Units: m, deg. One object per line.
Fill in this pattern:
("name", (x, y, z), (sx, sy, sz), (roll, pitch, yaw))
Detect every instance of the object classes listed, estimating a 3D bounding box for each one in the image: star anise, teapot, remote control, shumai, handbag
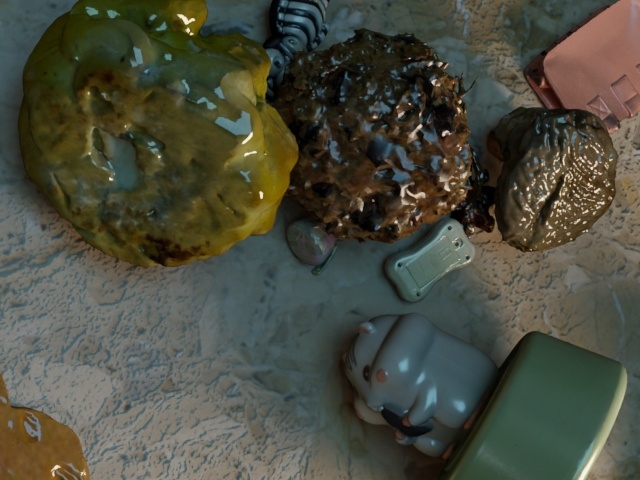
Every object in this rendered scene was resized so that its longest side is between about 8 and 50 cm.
("star anise", (0.189, -0.086, 1.613), (0.097, 0.070, 0.190), (-35, 109, -13))
("teapot", (0.000, 0.000, 1.536), (0.064, 0.064, 0.083), (-35, 129, -31))
("remote control", (0.146, 0.026, 1.592), (0.122, 0.032, 0.074), (-35, 104, -12))
("shumai", (0.292, -0.100, 1.615), (0.166, 0.175, 0.205), (3, 117, -26))
("handbag", (0.413, -0.244, 1.742), (0.212, 0.059, 0.157), (-37, 96, -22))

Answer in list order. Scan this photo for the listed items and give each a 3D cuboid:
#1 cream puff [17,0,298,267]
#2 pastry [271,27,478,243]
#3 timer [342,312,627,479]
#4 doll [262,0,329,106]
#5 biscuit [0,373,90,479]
("cream puff", (-0.173, -0.147, 1.391), (0.324, 0.291, 0.257), (25, 43, -3))
("pastry", (0.064, -0.130, 1.478), (0.275, 0.193, 0.274), (3, 110, 9))
("timer", (0.172, 0.205, 1.487), (0.315, 0.291, 0.290), (30, 71, 5))
("doll", (-0.043, -0.251, 1.545), (0.091, 0.067, 0.219), (37, 71, -35))
("biscuit", (-0.379, 0.306, 1.321), (0.269, 0.051, 0.376), (-16, 84, -32))
